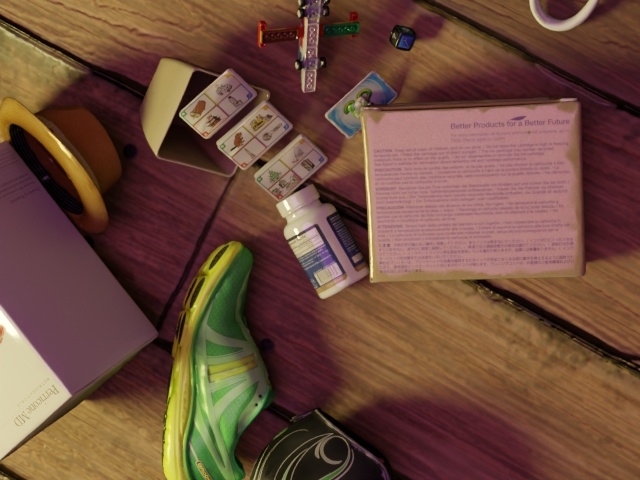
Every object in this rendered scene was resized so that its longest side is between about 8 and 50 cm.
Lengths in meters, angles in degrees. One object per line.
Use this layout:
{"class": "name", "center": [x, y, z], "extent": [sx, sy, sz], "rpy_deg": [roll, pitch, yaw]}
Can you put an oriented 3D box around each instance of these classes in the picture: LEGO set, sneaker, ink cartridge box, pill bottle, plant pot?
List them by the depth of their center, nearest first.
{"class": "ink cartridge box", "center": [0.167, -0.056, 1.646], "extent": [0.234, 0.088, 0.193], "rpy_deg": [-1, 98, 8]}
{"class": "LEGO set", "center": [-0.017, -0.180, 1.675], "extent": [0.244, 0.060, 0.182], "rpy_deg": [-42, 129, 11]}
{"class": "plant pot", "center": [-0.141, -0.148, 1.698], "extent": [0.096, 0.109, 0.109], "rpy_deg": [41, 110, 47]}
{"class": "pill bottle", "center": [0.000, 0.000, 1.713], "extent": [0.067, 0.067, 0.120], "rpy_deg": [-30, 91, 16]}
{"class": "sneaker", "center": [-0.110, 0.144, 1.756], "extent": [0.123, 0.109, 0.296], "rpy_deg": [8, 100, -10]}

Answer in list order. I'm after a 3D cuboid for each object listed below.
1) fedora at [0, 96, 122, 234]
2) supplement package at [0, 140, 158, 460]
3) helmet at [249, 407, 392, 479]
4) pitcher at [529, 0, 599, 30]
{"class": "fedora", "center": [-0.288, -0.100, 1.743], "extent": [0.079, 0.194, 0.194], "rpy_deg": [-38, 88, -24]}
{"class": "supplement package", "center": [-0.366, 0.069, 1.730], "extent": [0.293, 0.175, 0.177], "rpy_deg": [51, 125, 2]}
{"class": "helmet", "center": [-0.001, 0.292, 1.710], "extent": [0.169, 0.169, 0.161], "rpy_deg": [37, 89, 5]}
{"class": "pitcher", "center": [0.283, -0.327, 1.581], "extent": [0.207, 0.125, 0.178], "rpy_deg": [-25, 113, 26]}
